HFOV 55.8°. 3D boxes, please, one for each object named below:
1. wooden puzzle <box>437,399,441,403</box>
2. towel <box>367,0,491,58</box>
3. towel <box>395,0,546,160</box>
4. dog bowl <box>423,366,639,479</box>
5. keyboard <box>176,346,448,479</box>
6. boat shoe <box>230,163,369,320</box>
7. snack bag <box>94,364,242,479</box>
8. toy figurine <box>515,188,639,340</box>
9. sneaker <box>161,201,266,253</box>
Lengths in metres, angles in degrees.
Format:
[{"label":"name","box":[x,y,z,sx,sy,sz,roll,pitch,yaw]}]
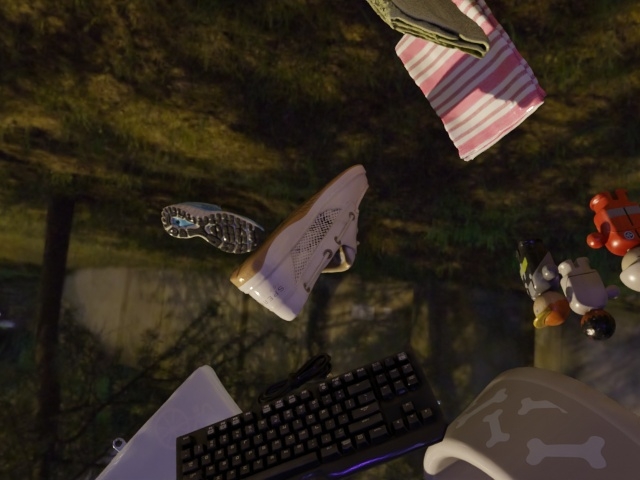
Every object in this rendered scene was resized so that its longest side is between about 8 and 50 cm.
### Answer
[{"label":"wooden puzzle","box":[0.159,0.294,1.080,0.116,0.014,0.078,-3,168,7]},{"label":"towel","box":[0.094,-0.220,0.572,0.110,0.027,0.148,12,-145,-21]},{"label":"towel","box":[0.183,-0.217,0.773,0.029,0.197,0.144,-24,169,-36]},{"label":"dog bowl","box":[0.217,0.287,0.511,0.102,0.348,0.349,-24,-179,-18]},{"label":"keyboard","box":[-0.014,0.122,0.414,0.180,0.023,0.108,-21,-150,1]},{"label":"boat shoe","box":[0.000,0.000,0.738,0.098,0.096,0.277,-38,-173,43]},{"label":"snack bag","box":[-0.150,0.355,0.668,0.323,0.342,0.037,42,-179,29]},{"label":"toy figurine","box":[0.411,0.051,0.863,0.213,0.148,0.209,20,137,-39]},{"label":"sneaker","box":[-0.155,-0.032,0.920,0.162,0.063,0.073,16,-151,12]}]
